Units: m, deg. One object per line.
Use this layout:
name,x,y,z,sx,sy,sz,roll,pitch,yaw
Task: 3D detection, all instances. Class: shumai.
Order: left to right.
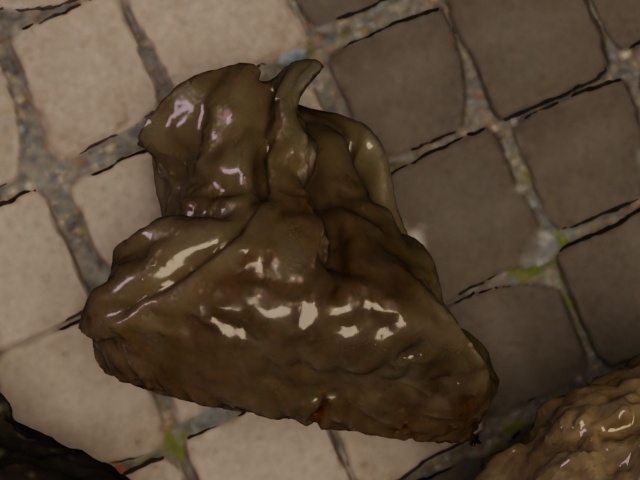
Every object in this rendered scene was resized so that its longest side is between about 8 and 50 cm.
shumai,-0.002,0.000,0.856,0.218,0.184,0.185,11,90,5

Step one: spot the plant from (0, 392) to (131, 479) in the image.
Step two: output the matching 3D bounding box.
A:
plant,-0.209,0.165,0.824,0.234,0.178,0.204,19,93,12

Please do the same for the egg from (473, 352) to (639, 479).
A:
egg,0.187,0.199,0.851,0.279,0.279,0.310,20,82,-8
